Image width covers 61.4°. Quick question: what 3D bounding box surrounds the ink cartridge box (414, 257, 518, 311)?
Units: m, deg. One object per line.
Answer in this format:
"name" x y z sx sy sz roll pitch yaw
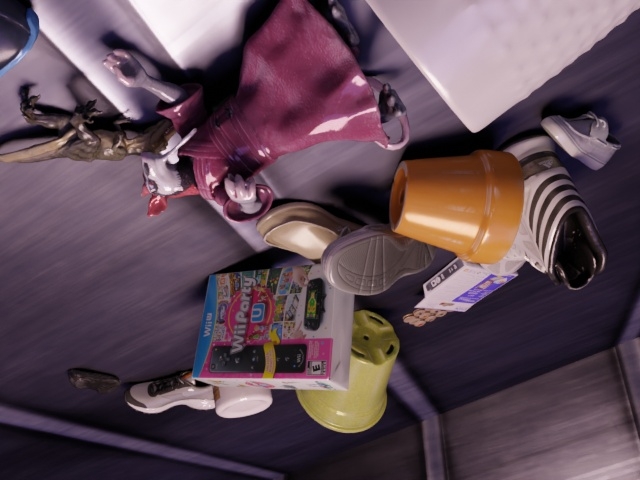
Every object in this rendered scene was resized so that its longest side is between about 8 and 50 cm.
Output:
"ink cartridge box" 0.381 0.119 1.437 0.206 0.045 0.208 10 139 -34

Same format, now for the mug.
"mug" 0.165 -0.341 0.475 0.328 0.276 0.374 -37 112 21

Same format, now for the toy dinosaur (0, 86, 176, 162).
"toy dinosaur" -0.333 -0.143 0.721 0.268 0.064 0.118 -6 153 -9

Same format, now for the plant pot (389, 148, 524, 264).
"plant pot" 0.229 -0.069 0.967 0.187 0.205 0.205 7 144 -6

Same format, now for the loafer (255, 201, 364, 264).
"loafer" 0.000 0.000 1.048 0.268 0.092 0.102 11 139 -36

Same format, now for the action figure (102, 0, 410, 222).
"action figure" -0.096 -0.156 0.722 0.370 0.248 0.275 -31 172 17

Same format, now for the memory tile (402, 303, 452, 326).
"memory tile" 0.325 0.213 1.589 0.148 0.012 0.113 -30 145 23

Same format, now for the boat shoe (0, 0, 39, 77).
"boat shoe" -0.428 -0.190 0.591 0.258 0.109 0.089 -39 137 6

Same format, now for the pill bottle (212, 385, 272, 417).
"pill bottle" -0.196 0.286 1.272 0.131 0.229 0.131 -11 148 -7

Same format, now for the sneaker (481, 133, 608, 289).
"sneaker" 0.427 0.021 1.109 0.169 0.258 0.447 -16 148 0

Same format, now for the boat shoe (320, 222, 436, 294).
"boat shoe" 0.107 0.022 1.036 0.320 0.103 0.118 -15 116 -45

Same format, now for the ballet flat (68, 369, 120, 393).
"ballet flat" -0.588 0.366 1.417 0.057 0.049 0.173 -46 151 -4

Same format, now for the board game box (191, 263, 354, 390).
"board game box" -0.092 0.175 1.071 0.303 0.224 0.097 -8 154 27

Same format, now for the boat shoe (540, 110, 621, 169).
"boat shoe" 0.481 -0.195 0.982 0.227 0.079 0.081 11 130 -43

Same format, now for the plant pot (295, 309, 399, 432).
"plant pot" 0.092 0.336 1.480 0.276 0.276 0.254 0 133 -23

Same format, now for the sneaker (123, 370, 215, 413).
"sneaker" -0.413 0.417 1.527 0.271 0.100 0.108 1 120 -19
